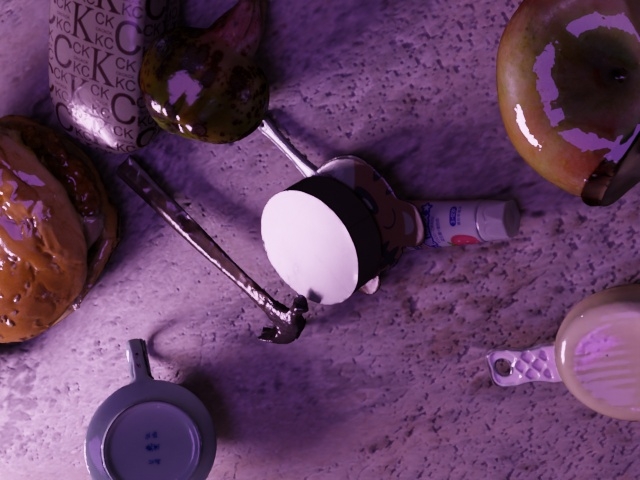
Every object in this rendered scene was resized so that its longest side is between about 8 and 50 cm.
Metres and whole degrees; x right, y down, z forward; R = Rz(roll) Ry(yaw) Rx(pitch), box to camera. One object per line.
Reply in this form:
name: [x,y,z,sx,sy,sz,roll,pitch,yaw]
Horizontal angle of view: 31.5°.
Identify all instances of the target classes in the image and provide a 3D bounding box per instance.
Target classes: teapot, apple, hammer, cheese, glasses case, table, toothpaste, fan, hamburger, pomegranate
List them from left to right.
hamburger: [-0.383,-0.017,1.379,0.259,0.144,0.283,42,119,11]
glasses case: [-0.219,-0.262,1.215,0.137,0.085,0.355,21,120,21]
teapot: [-0.215,0.237,1.402,0.158,0.159,0.232,-3,96,30]
hammer: [-0.128,0.005,1.297,0.297,0.027,0.125,43,147,12]
pomegranate: [-0.111,-0.174,1.166,0.138,0.125,0.163,32,121,2]
table: [0.000,0.000,1.208,0.133,0.043,0.134,24,130,32]
fan: [0.009,-0.053,1.206,0.227,0.008,0.152,47,138,10]
toothpaste: [0.109,-0.017,1.165,0.194,0.043,0.067,-4,110,37]
cheese: [0.269,0.115,1.114,0.227,0.064,0.137,-11,101,31]
apple: [0.242,-0.136,0.951,0.173,0.188,0.207,4,105,23]
